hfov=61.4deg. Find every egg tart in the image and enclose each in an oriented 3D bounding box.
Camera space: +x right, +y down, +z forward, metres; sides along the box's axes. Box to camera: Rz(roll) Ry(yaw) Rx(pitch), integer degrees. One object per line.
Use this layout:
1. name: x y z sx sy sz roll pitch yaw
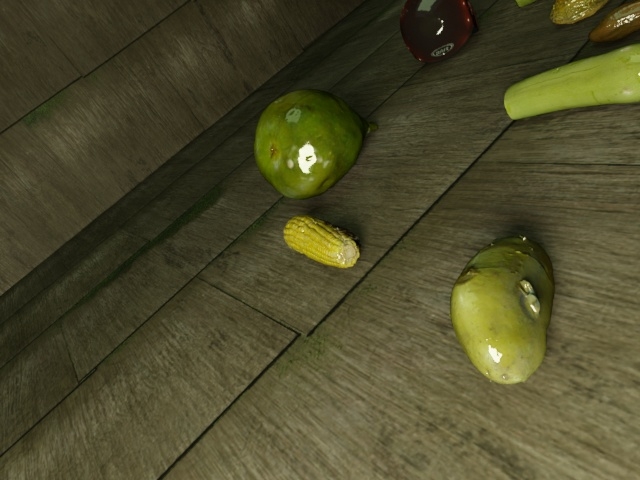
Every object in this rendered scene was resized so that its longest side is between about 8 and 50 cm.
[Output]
1. egg tart: 0.540 -0.502 1.134 0.130 0.052 0.130 -27 29 16

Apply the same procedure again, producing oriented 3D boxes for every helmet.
1. helmet: 0.307 -0.573 1.423 0.189 0.193 0.216 -19 59 29

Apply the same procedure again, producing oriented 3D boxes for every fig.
1. fig: -0.014 -0.209 1.189 0.233 0.233 0.314 -25 -1 22

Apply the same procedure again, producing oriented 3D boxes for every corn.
1. corn: 0.000 0.000 0.916 0.072 0.072 0.203 -42 27 -13

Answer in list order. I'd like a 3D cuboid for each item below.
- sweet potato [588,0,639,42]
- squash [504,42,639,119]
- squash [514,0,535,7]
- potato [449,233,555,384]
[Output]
1. sweet potato: 0.553 -0.389 0.916 0.182 0.054 0.053 -18 39 29
2. squash: 0.399 -0.237 0.814 0.083 0.083 0.250 -47 25 -22
3. squash: 0.586 -0.654 1.320 0.224 0.094 0.094 -9 35 33
4. potato: 0.189 0.057 0.541 0.085 0.105 0.188 -37 5 43
